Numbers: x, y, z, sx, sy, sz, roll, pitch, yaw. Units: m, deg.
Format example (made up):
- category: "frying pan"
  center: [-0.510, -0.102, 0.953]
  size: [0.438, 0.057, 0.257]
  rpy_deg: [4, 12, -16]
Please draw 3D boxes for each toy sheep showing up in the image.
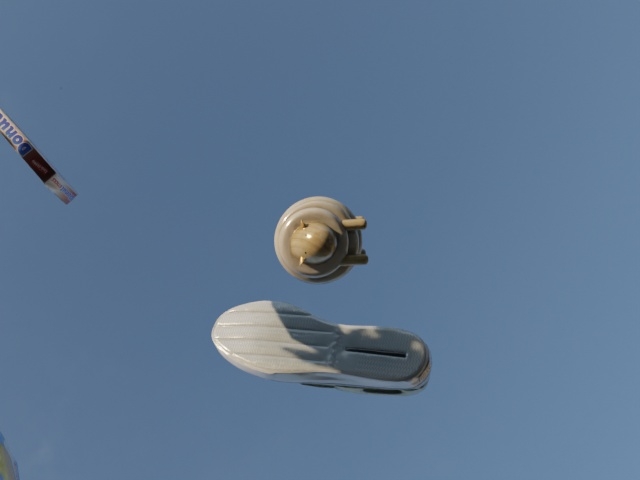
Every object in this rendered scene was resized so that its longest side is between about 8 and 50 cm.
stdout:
- category: "toy sheep"
  center: [0.000, 0.000, 0.712]
  size: [0.091, 0.132, 0.091]
  rpy_deg: [0, -90, 1]

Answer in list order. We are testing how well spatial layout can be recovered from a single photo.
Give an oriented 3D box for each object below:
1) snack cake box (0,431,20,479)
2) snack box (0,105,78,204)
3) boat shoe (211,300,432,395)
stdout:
- category: "snack cake box"
  center: [-0.376, 0.334, 0.754]
  size: [0.152, 0.264, 0.089]
  rpy_deg: [-16, -45, -17]
- category: "snack box"
  center: [-0.363, -0.119, 0.914]
  size: [0.022, 0.064, 0.178]
  rpy_deg: [-42, -109, -10]
- category: "boat shoe"
  center: [0.000, 0.159, 1.007]
  size: [0.094, 0.302, 0.109]
  rpy_deg: [73, -148, -51]
